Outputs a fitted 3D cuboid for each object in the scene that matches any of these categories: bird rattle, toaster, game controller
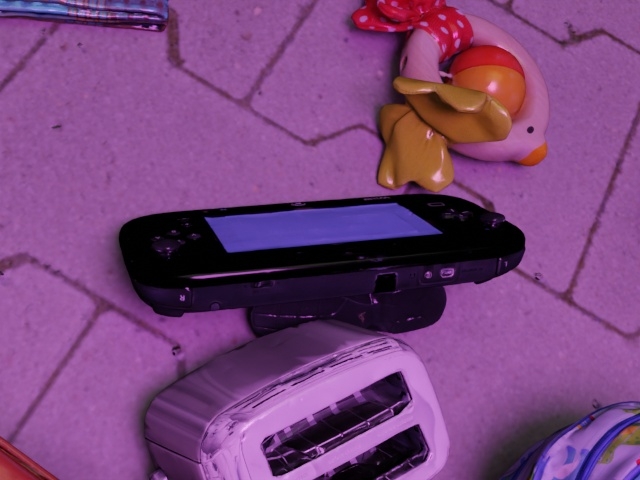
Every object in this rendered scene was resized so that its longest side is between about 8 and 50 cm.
[{"bbox_3d":[0.131,-0.162,0.832,0.207,0.143,0.253,14,51,-22],"label":"bird rattle"},{"bbox_3d":[-0.009,0.138,0.611,0.227,0.146,0.129,-21,98,-23],"label":"toaster"},{"bbox_3d":[0.000,0.000,0.688,0.319,0.067,0.166,-5,27,-17],"label":"game controller"}]

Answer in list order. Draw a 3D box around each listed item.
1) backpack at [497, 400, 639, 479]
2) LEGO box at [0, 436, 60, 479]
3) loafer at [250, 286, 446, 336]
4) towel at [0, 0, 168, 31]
[{"bbox_3d":[0.274,0.291,0.605,0.290,0.273,0.355,-23,57,-19],"label":"backpack"},{"bbox_3d":[-0.108,0.408,0.456,0.500,0.193,0.372,36,63,1],"label":"LEGO box"},{"bbox_3d":[0.020,0.052,0.727,0.170,0.062,0.061,-3,30,-15],"label":"loafer"},{"bbox_3d":[-0.331,-0.328,0.791,0.370,0.040,0.271,1,68,-15],"label":"towel"}]
